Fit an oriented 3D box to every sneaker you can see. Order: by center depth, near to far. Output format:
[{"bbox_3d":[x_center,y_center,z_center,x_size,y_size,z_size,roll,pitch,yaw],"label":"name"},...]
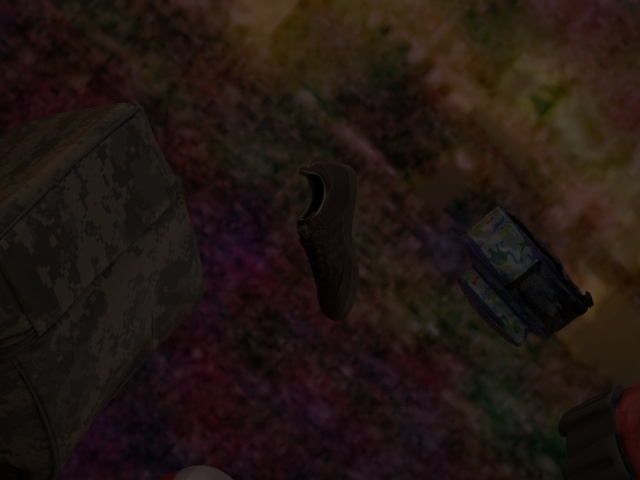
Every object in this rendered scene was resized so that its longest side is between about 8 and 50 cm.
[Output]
[{"bbox_3d":[0.000,0.000,1.662,0.071,0.189,0.066,6,-12,-32],"label":"sneaker"}]

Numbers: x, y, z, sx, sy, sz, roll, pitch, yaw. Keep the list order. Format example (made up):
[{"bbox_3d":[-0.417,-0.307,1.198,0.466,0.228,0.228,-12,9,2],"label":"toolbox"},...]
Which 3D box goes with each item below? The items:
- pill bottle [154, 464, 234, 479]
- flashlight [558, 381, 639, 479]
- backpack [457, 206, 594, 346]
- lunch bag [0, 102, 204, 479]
[{"bbox_3d":[-0.204,0.323,1.026,0.210,0.362,0.210,-24,90,-83],"label":"pill bottle"},{"bbox_3d":[0.287,0.086,0.824,0.103,0.304,0.103,14,53,-47],"label":"flashlight"},{"bbox_3d":[0.165,0.033,1.205,0.114,0.084,0.105,53,3,3],"label":"backpack"},{"bbox_3d":[-0.255,0.053,1.313,0.305,0.212,0.256,-51,124,-45],"label":"lunch bag"}]
